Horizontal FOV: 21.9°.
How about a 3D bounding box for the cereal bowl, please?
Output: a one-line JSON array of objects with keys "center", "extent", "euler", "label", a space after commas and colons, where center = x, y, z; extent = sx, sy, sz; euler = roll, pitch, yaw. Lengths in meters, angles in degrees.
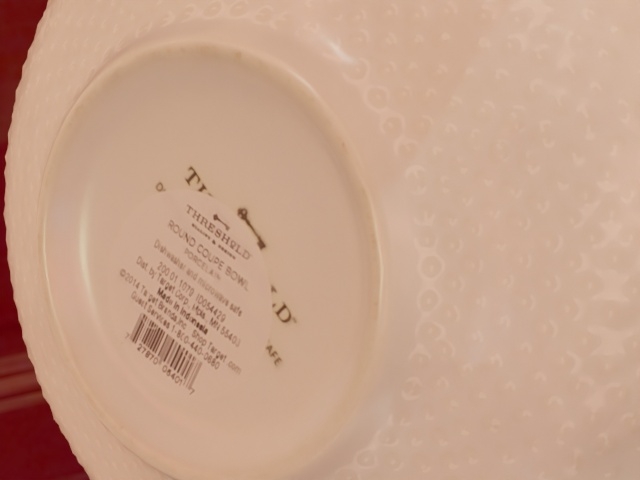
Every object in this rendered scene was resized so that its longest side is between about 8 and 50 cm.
[{"center": [0.000, 0.000, 0.621], "extent": [0.339, 0.339, 0.141], "euler": [16, 16, 33], "label": "cereal bowl"}]
